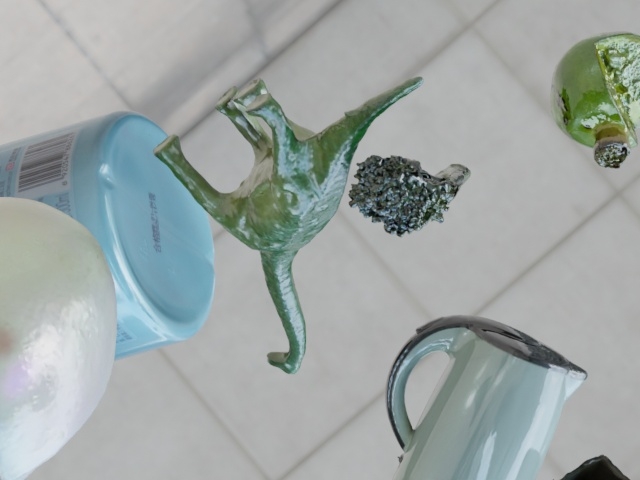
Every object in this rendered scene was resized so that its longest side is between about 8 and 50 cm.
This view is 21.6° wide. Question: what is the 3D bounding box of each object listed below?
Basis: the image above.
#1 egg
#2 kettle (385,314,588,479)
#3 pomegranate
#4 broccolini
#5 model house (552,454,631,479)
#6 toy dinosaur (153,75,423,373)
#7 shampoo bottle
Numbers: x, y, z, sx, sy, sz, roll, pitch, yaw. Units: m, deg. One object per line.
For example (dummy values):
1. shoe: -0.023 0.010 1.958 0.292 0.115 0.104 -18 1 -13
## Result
1. egg: -0.257 0.061 1.477 0.162 0.271 0.206 -21 136 -14
2. kettle: 0.182 0.211 2.050 0.161 0.221 0.236 -35 149 -79
3. pomegranate: 0.329 -0.162 1.977 0.143 0.122 0.169 49 56 -48
4. broccolini: 0.091 -0.036 1.411 0.091 0.068 0.203 -4 178 25
5. model house: 0.212 0.305 1.319 0.211 0.204 0.243 -24 154 -32
6. toy dinosaur: 0.000 0.000 1.471 0.087 0.301 0.447 -47 -160 -31
7. shampoo bottle: -0.362 0.017 2.289 0.343 0.331 0.331 -16 -176 21
